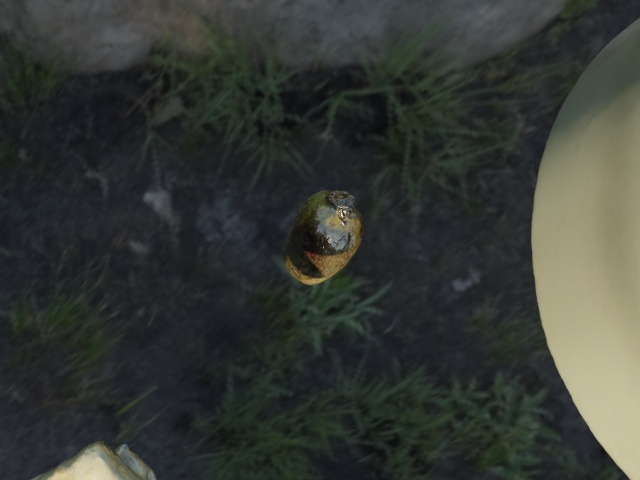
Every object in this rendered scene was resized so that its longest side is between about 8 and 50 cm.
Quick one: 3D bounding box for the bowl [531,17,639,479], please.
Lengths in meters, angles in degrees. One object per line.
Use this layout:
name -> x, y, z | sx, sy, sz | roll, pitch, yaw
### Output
bowl -> 0.299, -0.008, 0.663 | 0.354, 0.185, 0.354 | 2, 75, -9

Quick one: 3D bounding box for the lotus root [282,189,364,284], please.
lotus root -> 0.000, 0.000, 1.665 | 0.080, 0.179, 0.089 | -24, 70, -32

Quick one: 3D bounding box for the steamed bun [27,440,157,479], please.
steamed bun -> -0.267, 0.384, 1.319 | 0.247, 0.428, 0.189 | 26, 39, -43
